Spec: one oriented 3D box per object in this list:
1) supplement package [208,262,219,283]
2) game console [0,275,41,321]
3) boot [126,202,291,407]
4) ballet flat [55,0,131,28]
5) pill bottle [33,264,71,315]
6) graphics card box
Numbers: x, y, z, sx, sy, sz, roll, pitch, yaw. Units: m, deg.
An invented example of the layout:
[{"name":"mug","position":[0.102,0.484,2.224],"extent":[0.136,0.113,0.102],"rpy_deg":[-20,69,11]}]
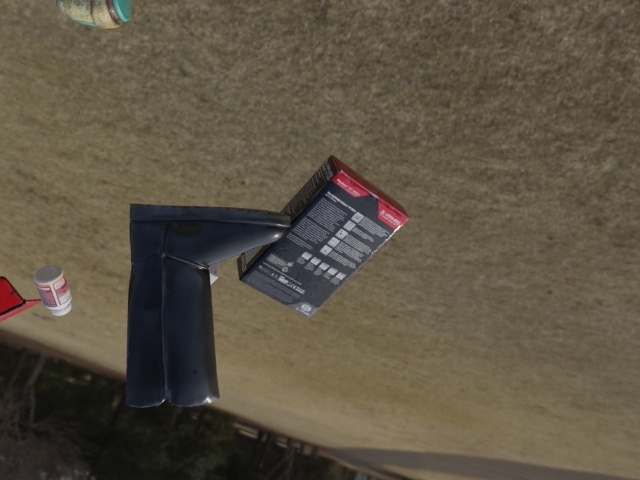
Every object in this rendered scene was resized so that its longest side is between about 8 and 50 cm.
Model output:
[{"name":"supplement package","position":[-0.406,0.109,1.996],"extent":[0.105,0.105,0.179],"rpy_deg":[31,122,-27]},{"name":"game console","position":[-0.749,0.143,1.489],"extent":[0.124,0.144,0.085],"rpy_deg":[63,-178,-26]},{"name":"boot","position":[-0.252,0.147,1.425],"extent":[0.366,0.446,0.146],"rpy_deg":[3,-177,8]},{"name":"ballet flat","position":[-0.330,-0.485,0.954],"extent":[0.123,0.349,0.123],"rpy_deg":[4,172,1]},{"name":"pill bottle","position":[-0.826,0.158,2.002],"extent":[0.086,0.086,0.152],"rpy_deg":[14,130,18]},{"name":"graphics card box","position":[0.000,0.000,1.546],"extent":[0.232,0.371,0.094],"rpy_deg":[31,-158,-30]}]
